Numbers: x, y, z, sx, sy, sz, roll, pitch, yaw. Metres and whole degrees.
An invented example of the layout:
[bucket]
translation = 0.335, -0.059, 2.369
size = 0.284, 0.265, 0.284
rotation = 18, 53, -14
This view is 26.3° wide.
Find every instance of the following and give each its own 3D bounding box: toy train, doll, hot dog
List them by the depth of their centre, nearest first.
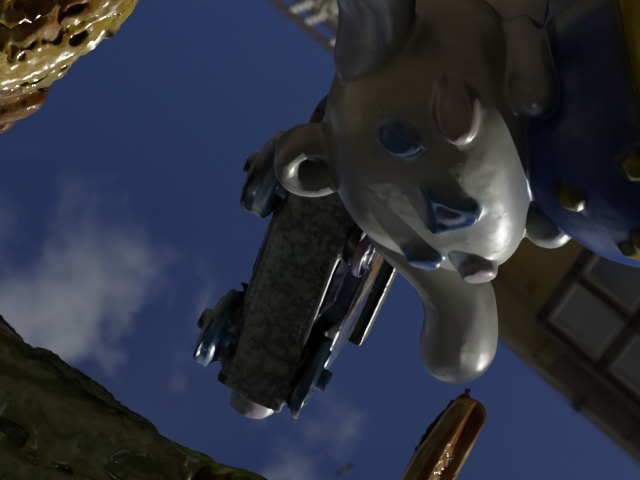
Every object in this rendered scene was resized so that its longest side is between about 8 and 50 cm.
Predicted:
[doll]
translation = 0.099, -0.082, 0.611
size = 0.311, 0.242, 0.160
rotation = 49, -133, -39
[toy train]
translation = 0.000, 0.000, 1.131
size = 0.131, 0.300, 0.202
rotation = 29, -144, 8
[hot dog]
translation = 0.099, 0.187, 1.182
size = 0.041, 0.133, 0.056
rotation = 23, 169, 46

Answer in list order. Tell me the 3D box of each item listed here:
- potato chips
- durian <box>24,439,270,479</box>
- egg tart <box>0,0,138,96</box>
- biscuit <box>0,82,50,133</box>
[potato chips]
translation = -0.095, 0.069, 0.399
size = 0.207, 0.028, 0.092
rotation = 30, -108, -21
[durian]
translation = -0.132, 0.166, 0.789
size = 0.132, 0.375, 0.107
rotation = 2, -104, -59
[egg tart]
translation = -0.217, -0.218, 0.834
size = 0.297, 0.297, 0.132
rotation = -16, -145, -41
[biscuit]
translation = -0.350, -0.212, 1.088
size = 0.325, 0.326, 0.107
rotation = 32, -129, 5
